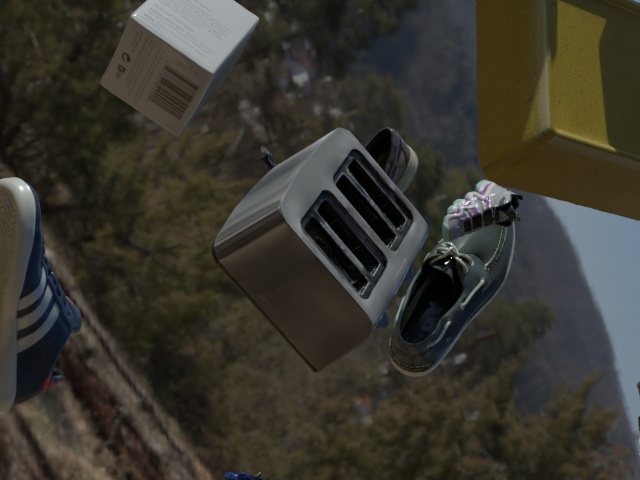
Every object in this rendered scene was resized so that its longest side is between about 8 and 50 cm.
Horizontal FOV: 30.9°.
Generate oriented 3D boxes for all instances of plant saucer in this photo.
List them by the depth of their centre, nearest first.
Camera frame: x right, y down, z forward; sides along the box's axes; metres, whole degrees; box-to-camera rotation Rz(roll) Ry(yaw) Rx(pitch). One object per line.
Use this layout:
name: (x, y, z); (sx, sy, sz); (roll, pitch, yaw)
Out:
plant saucer: (0.355, -0.217, 1.551); (0.332, 0.081, 0.333); (11, 73, -35)

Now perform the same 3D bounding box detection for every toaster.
toaster: (0.000, 0.000, 1.097); (0.186, 0.110, 0.168); (49, 40, -12)

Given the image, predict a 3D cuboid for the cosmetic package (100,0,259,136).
cosmetic package: (-0.218, -0.295, 1.805); (0.151, 0.151, 0.184); (34, 42, -4)

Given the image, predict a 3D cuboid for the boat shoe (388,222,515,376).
boat shoe: (0.205, 0.059, 1.770); (0.319, 0.116, 0.099); (-56, 158, -19)

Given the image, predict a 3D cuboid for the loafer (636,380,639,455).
loafer: (0.419, 0.198, 1.373); (0.092, 0.102, 0.268); (51, 29, 0)

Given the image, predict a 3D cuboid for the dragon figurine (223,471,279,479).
dragon figurine: (-0.029, 0.445, 1.705); (0.289, 0.144, 0.085); (29, -3, -8)

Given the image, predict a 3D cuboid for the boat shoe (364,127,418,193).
boat shoe: (0.052, -0.053, 1.804); (0.102, 0.285, 0.092); (18, -23, 41)

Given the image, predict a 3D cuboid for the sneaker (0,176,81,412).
sneaker: (-0.399, 0.067, 1.594); (0.131, 0.148, 0.350); (37, -55, 36)

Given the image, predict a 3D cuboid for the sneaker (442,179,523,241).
sneaker: (0.177, -0.026, 1.216); (0.098, 0.069, 0.038); (-45, 136, -32)
